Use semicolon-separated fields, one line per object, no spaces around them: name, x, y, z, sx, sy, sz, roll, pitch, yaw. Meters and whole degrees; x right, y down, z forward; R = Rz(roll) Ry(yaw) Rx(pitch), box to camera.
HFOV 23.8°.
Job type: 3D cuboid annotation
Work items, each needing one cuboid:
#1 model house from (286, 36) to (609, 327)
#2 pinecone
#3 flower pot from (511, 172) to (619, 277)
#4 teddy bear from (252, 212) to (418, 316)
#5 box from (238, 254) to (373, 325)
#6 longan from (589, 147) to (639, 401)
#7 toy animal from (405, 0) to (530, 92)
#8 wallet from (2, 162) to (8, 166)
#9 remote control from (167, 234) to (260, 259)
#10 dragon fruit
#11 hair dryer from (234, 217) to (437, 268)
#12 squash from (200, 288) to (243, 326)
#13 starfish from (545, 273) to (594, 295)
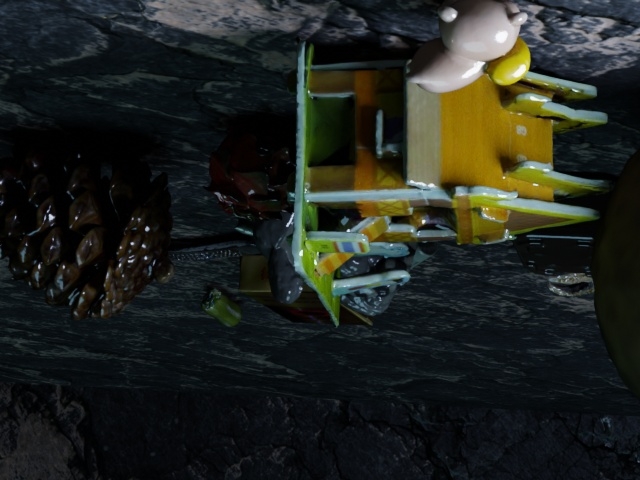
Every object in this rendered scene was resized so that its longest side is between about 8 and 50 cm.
model house;0.136;-0.045;1.566;0.313;0.242;0.357;1;164;7
pinecone;-0.299;-0.019;1.898;0.273;0.224;0.224;23;170;14
flower pot;0.314;-0.012;1.930;0.179;0.084;0.251;2;165;14
teddy bear;0.011;0.015;2.018;0.251;0.171;0.144;18;143;-21
box;-0.020;0.083;2.496;0.159;0.071;0.240;-1;164;20
longan;0.463;0.043;1.490;0.391;0.391;0.391;6;166;1
toy animal;0.127;-0.184;1.337;0.114;0.091;0.082;-10;135;11
wallet;-0.466;-0.081;2.098;0.232;0.025;0.119;-2;164;28
remote control;-0.166;0.011;2.348;0.212;0.028;0.059;-5;167;38
dragon fruit;-0.066;-0.077;1.751;0.142;0.121;0.130;-17;-159;18
hair dryer;0.041;0.007;2.180;0.229;0.092;0.267;-14;147;36
squash;-0.183;0.121;2.760;0.052;0.052;0.183;3;168;13
starfish;0.427;0.048;2.195;0.238;0.057;0.213;11;158;-37
